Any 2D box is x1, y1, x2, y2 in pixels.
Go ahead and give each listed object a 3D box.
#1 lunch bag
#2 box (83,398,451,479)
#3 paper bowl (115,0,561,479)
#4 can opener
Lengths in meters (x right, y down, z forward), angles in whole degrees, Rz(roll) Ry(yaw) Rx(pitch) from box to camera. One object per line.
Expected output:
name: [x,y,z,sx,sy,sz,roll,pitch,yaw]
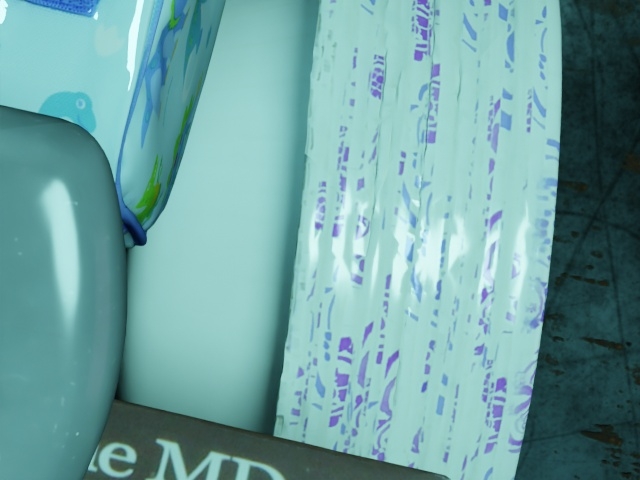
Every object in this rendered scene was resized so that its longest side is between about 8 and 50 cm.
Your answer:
lunch bag: [-0.067,-0.112,0.526,0.176,0.090,0.219,134,-31,-84]
box: [-0.086,0.211,0.381,0.381,0.191,0.143,-80,-176,-50]
paper bowl: [0.000,0.000,0.706,0.284,0.148,0.284,-173,-90,-88]
can opener: [-0.069,-0.068,0.382,0.076,0.095,0.283,-176,-81,-87]
